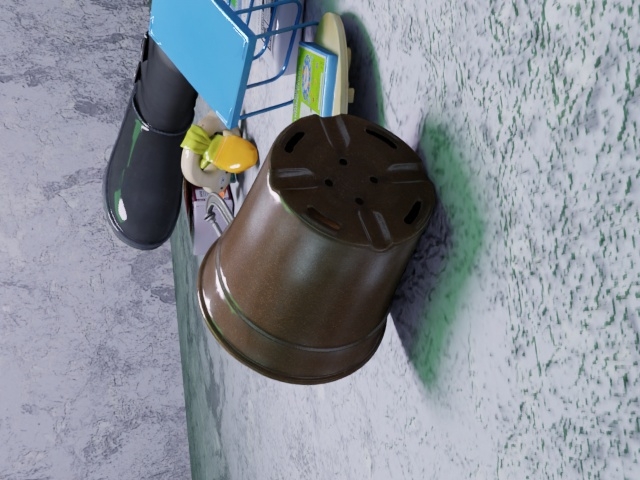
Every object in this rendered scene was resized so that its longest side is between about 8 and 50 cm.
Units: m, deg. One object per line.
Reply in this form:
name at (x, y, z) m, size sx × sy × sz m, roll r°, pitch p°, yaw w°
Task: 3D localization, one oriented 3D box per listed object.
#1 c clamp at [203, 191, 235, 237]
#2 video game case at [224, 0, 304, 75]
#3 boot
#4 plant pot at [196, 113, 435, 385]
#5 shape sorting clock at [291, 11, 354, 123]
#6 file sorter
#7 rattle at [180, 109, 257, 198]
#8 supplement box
c clamp at (-0.155, 0.000, 1.414) m, size 0.160 × 0.022 × 0.137 m, roll 62°, pitch 155°, yaw 1°
video game case at (-0.076, -0.405, 0.986) m, size 0.300 × 0.036 × 0.329 m, roll -122°, pitch 29°, yaw -46°
boot at (-0.248, -0.219, 1.404) m, size 0.445 × 0.146 × 0.366 m, roll 142°, pitch 132°, yaw -61°
plant pot at (0.000, 0.000, 0.662) m, size 0.165 × 0.167 × 0.167 m, roll 115°, pitch 148°, yaw -49°
shape sorting clock at (0.004, -0.113, 0.818) m, size 0.206 × 0.040 × 0.206 m, roll -179°, pitch 90°, yaw -76°
file sorter at (-0.091, -0.228, 0.905) m, size 0.170 × 0.105 × 0.118 m, roll 51°, pitch 145°, yaw 25°
rattle at (-0.135, -0.111, 1.382) m, size 0.199 × 0.143 × 0.130 m, roll 79°, pitch -152°, yaw -50°
supplement box at (-0.223, -0.101, 1.638) m, size 0.239 × 0.073 × 0.130 m, roll -107°, pitch 19°, yaw -44°
